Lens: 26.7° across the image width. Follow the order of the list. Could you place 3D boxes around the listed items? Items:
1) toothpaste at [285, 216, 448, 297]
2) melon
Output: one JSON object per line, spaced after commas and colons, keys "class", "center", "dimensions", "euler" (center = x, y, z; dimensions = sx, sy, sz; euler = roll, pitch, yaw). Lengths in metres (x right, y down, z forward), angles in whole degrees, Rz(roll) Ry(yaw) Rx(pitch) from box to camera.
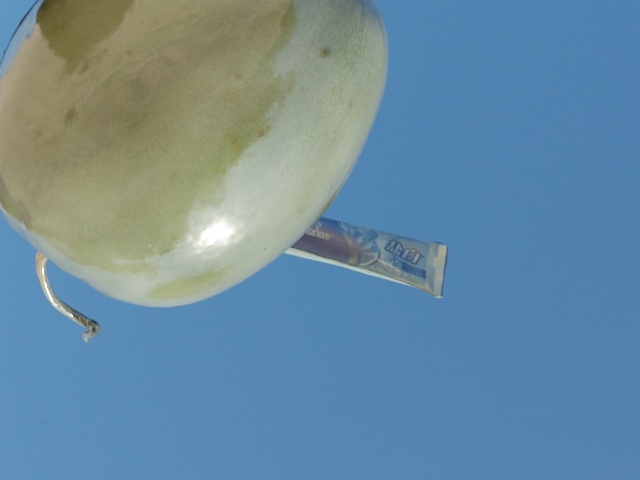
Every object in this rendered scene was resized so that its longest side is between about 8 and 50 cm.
{"class": "toothpaste", "center": [0.000, 0.000, 1.388], "dimensions": [0.069, 0.268, 0.047], "euler": [-90, -165, -75]}
{"class": "melon", "center": [-0.098, -0.092, 0.957], "dimensions": [0.308, 0.271, 0.272], "euler": [-40, -130, -13]}
